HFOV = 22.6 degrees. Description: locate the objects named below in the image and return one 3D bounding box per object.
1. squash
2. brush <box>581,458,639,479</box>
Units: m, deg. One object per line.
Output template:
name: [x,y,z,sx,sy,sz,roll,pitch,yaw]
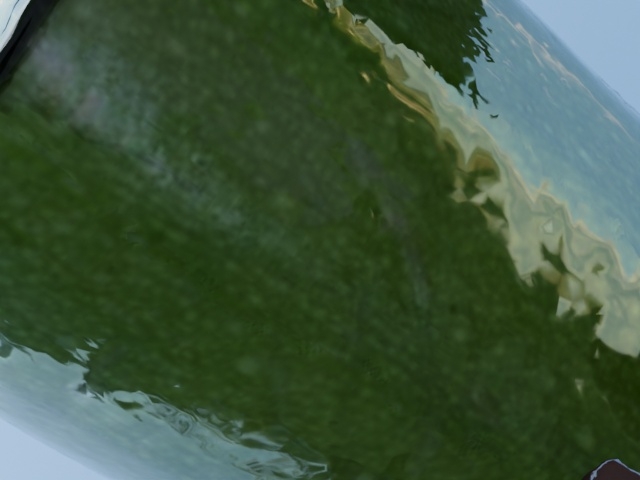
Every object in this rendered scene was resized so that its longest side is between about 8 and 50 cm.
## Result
squash: [0.000,0.000,0.662,0.263,0.384,0.263,-37,-147,29]
brush: [-0.007,0.112,0.269,0.084,0.301,0.071,44,-48,14]
